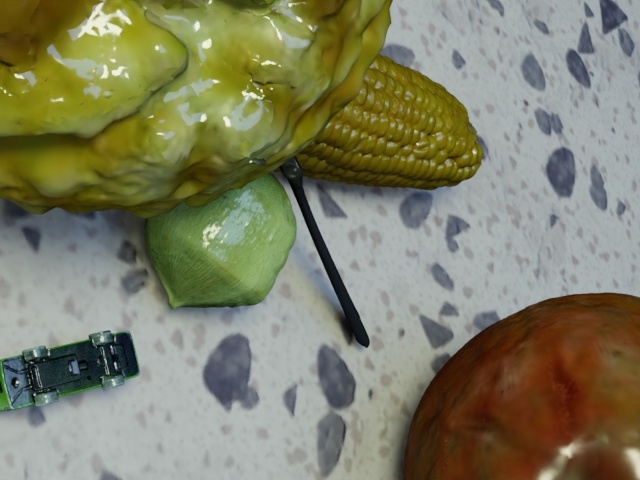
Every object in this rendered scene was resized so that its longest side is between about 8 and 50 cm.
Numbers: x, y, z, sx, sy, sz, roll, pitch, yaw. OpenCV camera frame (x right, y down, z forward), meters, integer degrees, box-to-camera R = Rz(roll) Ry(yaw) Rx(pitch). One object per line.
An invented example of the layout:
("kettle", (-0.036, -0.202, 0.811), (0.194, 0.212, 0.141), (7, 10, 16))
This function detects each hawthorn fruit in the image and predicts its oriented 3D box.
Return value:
("hawthorn fruit", (0.176, 0.163, 0.744), (0.298, 0.277, 0.276), (30, 52, -72))

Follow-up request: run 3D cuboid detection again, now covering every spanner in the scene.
("spanner", (0.000, 0.000, 0.756), (0.046, 0.012, 0.208), (-115, -178, -46))

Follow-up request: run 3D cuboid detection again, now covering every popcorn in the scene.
("popcorn", (-0.091, -0.137, 0.581), (0.282, 0.247, 0.282), (9, 70, -25))

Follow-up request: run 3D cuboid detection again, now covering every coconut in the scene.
("coconut", (-0.059, 0.000, 0.710), (0.088, 0.088, 0.096), (43, 76, -29))

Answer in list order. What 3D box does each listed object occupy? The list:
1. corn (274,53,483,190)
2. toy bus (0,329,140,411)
("corn", (0.013, -0.085, 0.802), (0.262, 0.097, 0.097), (10, 71, -45))
("toy bus", (-0.136, 0.068, 0.642), (0.083, 0.037, 0.031), (-10, 85, -48))
